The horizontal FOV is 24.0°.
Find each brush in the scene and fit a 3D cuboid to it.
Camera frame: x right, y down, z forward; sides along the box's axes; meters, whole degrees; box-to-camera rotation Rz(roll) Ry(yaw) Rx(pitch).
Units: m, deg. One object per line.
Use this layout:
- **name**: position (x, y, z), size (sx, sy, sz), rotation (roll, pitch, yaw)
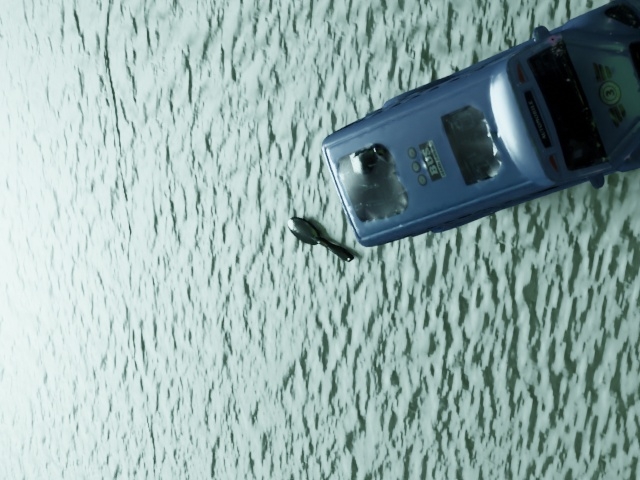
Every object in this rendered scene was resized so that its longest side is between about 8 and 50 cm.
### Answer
- **brush**: position (0.000, 0.000, 1.419), size (0.083, 0.008, 0.024), rotation (30, 125, 32)

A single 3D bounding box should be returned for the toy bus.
- **toy bus**: position (0.141, -0.084, 1.154), size (0.292, 0.133, 0.125), rotation (-19, 93, 47)
